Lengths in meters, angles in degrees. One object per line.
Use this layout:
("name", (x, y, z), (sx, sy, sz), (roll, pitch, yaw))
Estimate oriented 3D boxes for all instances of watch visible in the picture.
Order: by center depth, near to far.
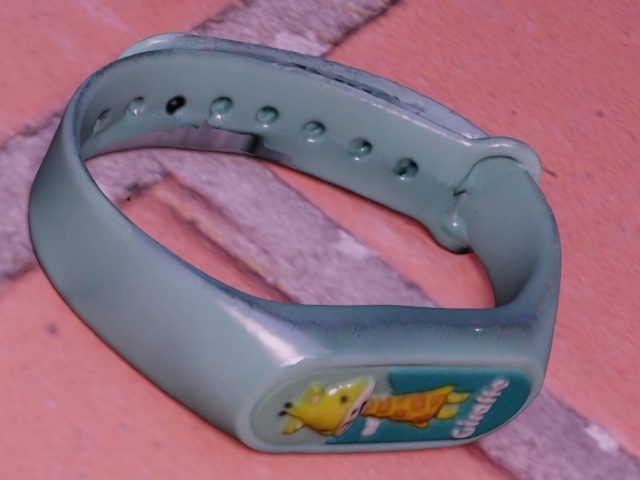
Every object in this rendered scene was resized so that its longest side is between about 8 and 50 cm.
("watch", (0.000, 0.000, 0.754), (0.237, 0.068, 0.195), (2, 44, -31))
